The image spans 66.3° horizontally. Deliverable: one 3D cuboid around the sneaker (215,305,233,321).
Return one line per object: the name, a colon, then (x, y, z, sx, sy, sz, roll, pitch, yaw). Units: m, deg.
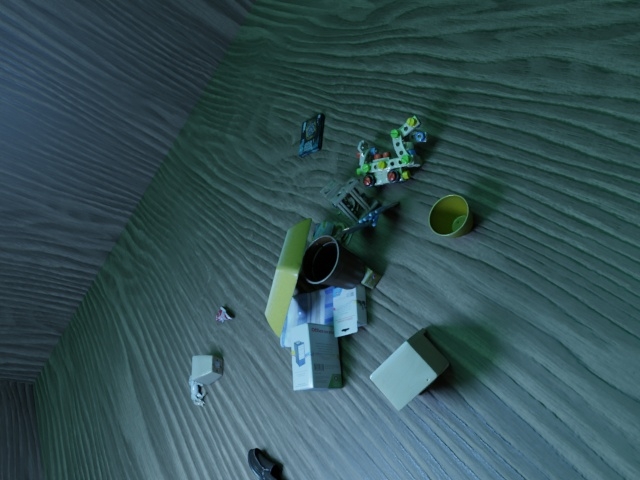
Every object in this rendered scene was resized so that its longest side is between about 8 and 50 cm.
sneaker: (-0.435, 0.348, 2.212, 0.067, 0.042, 0.118, -59, 34, -1)

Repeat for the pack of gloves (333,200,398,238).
pack of gloves: (0.167, -0.056, 1.708, 0.195, 0.232, 0.046, -36, 83, 30)

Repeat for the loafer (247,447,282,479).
loafer: (-0.176, 0.799, 1.698, 0.078, 0.080, 0.220, -50, 47, 1)

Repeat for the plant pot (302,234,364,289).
plant pot: (0.053, 0.088, 1.661, 0.166, 0.165, 0.167, -24, 54, 37)

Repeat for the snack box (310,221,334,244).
snack box: (0.000, 0.000, 1.932, 0.100, 0.037, 0.141, -5, 67, 62)

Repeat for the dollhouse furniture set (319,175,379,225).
dollhouse furniture set: (0.107, -0.166, 1.854, 0.129, 0.129, 0.184, -45, 26, 2)

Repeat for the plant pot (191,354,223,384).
plant pot: (-0.481, 0.551, 2.114, 0.096, 0.109, 0.109, -21, 55, 23)

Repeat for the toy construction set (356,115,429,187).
toy construction set: (0.240, -0.308, 1.782, 0.327, 0.151, 0.215, -6, 90, 52)

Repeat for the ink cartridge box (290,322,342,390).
ink cartridge box: (-0.014, 0.395, 1.655, 0.093, 0.154, 0.213, -21, 63, 38)

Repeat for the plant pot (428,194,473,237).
plant pot: (0.417, -0.061, 1.514, 0.134, 0.095, 0.134, -23, 54, 36)

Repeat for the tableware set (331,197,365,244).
tableware set: (0.088, -0.083, 1.904, 0.128, 0.039, 0.194, 14, 81, 48)

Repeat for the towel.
towel: (-0.045, 0.290, 1.852, 0.284, 0.034, 0.210, -18, 59, 39)

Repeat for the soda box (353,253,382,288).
soda box: (0.135, 0.100, 1.745, 0.058, 0.061, 0.181, -57, 41, 6)

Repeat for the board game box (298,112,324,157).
board game box: (-0.041, -0.483, 2.254, 0.126, 0.026, 0.187, -15, 60, 41)

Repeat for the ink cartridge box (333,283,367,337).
ink cartridge box: (0.102, 0.246, 1.701, 0.104, 0.061, 0.182, -23, 54, 36)

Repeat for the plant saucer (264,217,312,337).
plant saucer: (-0.124, 0.123, 1.782, 0.333, 0.080, 0.333, -80, 6, -54)

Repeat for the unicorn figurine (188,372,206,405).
unicorn figurine: (-0.548, 0.645, 2.157, 0.111, 0.060, 0.162, -20, 60, 48)

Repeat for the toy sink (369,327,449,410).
toy sink: (0.266, 0.364, 1.401, 0.131, 0.234, 0.153, 47, 106, 17)
